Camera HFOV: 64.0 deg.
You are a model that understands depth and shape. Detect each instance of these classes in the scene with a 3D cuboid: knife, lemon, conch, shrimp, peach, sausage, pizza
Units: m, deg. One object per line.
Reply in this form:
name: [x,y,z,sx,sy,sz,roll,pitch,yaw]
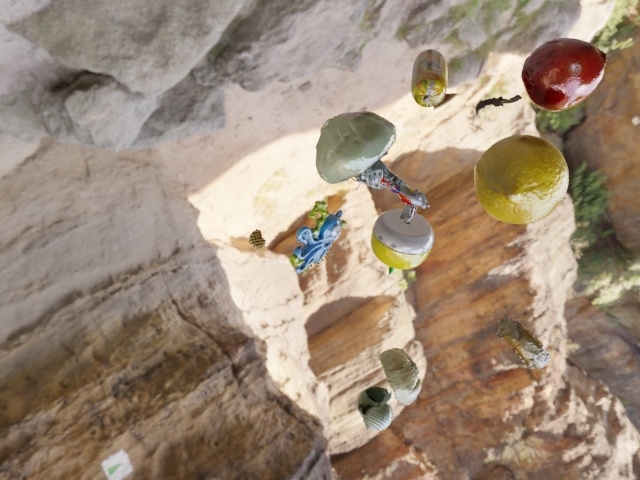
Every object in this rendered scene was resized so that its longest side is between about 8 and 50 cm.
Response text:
knife: [0.589,-0.464,1.709,0.021,0.046,0.222,-24,-170,-20]
lemon: [0.505,-0.155,1.296,0.228,0.228,0.253,-31,168,25]
conch: [0.257,0.780,2.352,0.200,0.172,0.131,-40,140,-39]
shrimp: [0.206,-0.233,1.949,0.166,0.410,0.221,-61,-173,6]
peach: [0.623,-0.432,1.313,0.197,0.197,0.197,-28,173,-4]
sausage: [0.379,-0.570,1.781,0.123,0.123,0.347,-33,-153,34]
pizza: [0.466,-0.539,1.971,0.099,0.029,0.100,-45,-152,-18]

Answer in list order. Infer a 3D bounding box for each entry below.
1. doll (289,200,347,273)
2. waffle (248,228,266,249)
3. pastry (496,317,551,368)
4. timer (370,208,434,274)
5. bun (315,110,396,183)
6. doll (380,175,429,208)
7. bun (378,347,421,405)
doll: [0.000,0.000,2.142,0.341,0.098,0.346,-58,156,-16]
waffle: [-0.271,-0.003,2.212,0.078,0.085,0.016,-48,-162,-23]
pastry: [0.895,0.462,2.266,0.121,0.236,0.257,-43,-169,3]
timer: [0.331,0.030,2.176,0.285,0.285,0.285,-28,173,-4]
bun: [0.094,-0.330,1.670,0.293,0.187,0.293,-30,-160,12]
doll: [0.301,-0.167,1.816,0.062,0.194,0.104,-57,172,-12]
bun: [0.361,0.594,2.251,0.152,0.259,0.259,-23,173,0]
